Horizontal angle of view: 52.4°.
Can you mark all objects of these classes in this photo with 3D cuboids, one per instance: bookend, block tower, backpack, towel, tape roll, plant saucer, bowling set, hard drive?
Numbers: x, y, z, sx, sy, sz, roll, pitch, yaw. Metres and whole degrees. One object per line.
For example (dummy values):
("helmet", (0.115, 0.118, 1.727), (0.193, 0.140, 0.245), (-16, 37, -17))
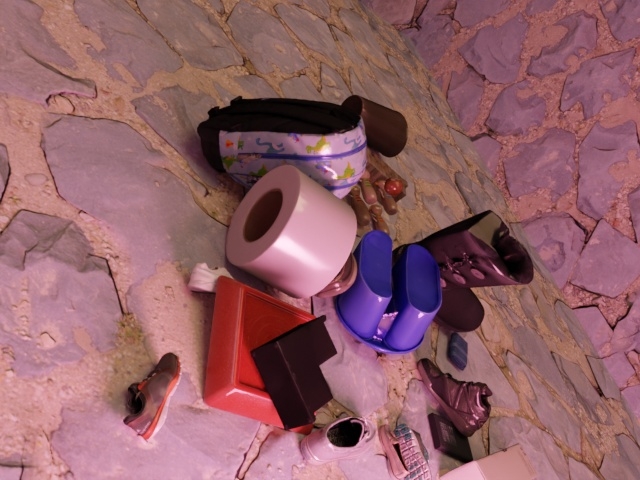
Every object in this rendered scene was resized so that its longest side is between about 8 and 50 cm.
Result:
("bookend", (-0.027, 0.239, 1.203), (0.157, 0.072, 0.156), (-22, 87, -54))
("block tower", (0.148, -0.236, 2.134), (0.336, 0.091, 0.097), (35, 33, -27))
("backpack", (-0.062, -0.228, 1.556), (0.290, 0.356, 0.273), (-49, 129, -61))
("towel", (0.406, 0.327, 1.923), (0.067, 0.029, 0.119), (46, 29, -11))
("tape roll", (-0.064, -0.017, 1.401), (0.169, 0.246, 0.246), (32, 34, -31))
("plant saucer", (-0.092, 0.214, 1.242), (0.259, 0.048, 0.258), (30, 48, -37))
("bowling set", (0.160, -0.146, 1.945), (0.287, 0.200, 0.154), (29, 34, -43))
("hard drive", (0.324, 0.492, 1.616), (0.135, 0.022, 0.094), (32, 33, -32))

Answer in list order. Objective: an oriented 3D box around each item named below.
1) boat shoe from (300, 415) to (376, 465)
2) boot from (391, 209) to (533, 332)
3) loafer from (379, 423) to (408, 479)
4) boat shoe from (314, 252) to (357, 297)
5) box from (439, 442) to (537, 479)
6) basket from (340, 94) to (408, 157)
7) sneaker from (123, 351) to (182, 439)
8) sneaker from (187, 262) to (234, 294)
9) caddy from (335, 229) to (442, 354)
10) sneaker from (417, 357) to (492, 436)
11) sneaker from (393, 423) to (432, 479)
("boat shoe", (0.058, 0.387, 1.282), (0.228, 0.081, 0.079), (4, 54, -54))
("boot", (0.422, 0.106, 1.773), (0.367, 0.445, 0.146), (37, 64, -12))
("loafer", (0.162, 0.452, 1.403), (0.045, 0.039, 0.125), (26, 37, -38))
("boat shoe", (0.000, 0.000, 1.574), (0.355, 0.133, 0.130), (-99, 163, -57))
("box", (0.408, 0.568, 1.561), (0.275, 0.113, 0.094), (11, 47, -52))
("basket", (0.183, -0.423, 2.350), (0.227, 0.154, 0.204), (17, 45, -41))
("sneaker", (-0.264, 0.230, 1.017), (0.065, 0.061, 0.157), (33, 32, -20))
("sneaker", (-0.189, 0.084, 1.281), (0.152, 0.054, 0.061), (25, 64, -42))
("caddy", (0.166, 0.134, 1.645), (0.242, 0.179, 0.341), (20, 35, -7))
("sneaker", (0.352, 0.373, 1.668), (0.227, 0.130, 0.087), (52, 18, 29))
("sneaker", (0.218, 0.485, 1.429), (0.076, 0.065, 0.166), (28, 37, -44))
